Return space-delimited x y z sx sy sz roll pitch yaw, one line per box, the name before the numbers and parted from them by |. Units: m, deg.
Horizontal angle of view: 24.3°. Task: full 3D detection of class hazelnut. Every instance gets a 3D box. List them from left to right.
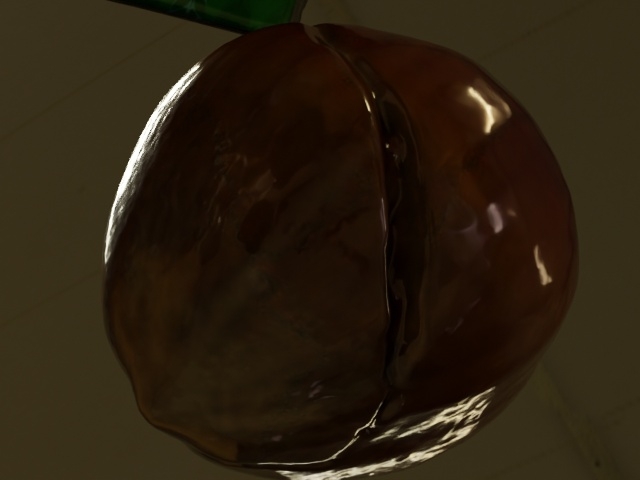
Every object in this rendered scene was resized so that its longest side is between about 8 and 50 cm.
hazelnut | 0.000 0.000 0.543 0.182 0.182 0.182 4 -71 10

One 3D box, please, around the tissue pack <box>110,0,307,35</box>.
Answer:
tissue pack | -0.103 -0.195 0.652 0.209 0.156 0.148 11 -67 -20
